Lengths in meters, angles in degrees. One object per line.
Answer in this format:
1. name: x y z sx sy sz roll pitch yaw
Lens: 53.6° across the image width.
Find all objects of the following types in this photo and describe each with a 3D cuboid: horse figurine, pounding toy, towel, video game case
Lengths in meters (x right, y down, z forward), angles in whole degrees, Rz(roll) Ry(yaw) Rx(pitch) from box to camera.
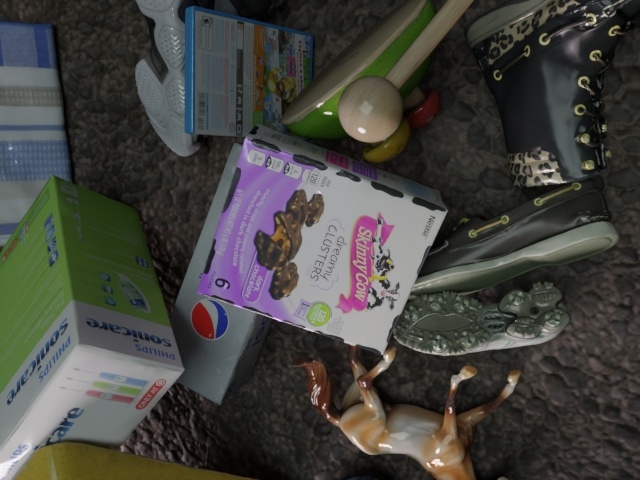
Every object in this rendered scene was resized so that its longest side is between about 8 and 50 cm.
1. horse figurine: 0.095 0.191 0.696 0.263 0.066 0.174 16 114 7
2. pounding toy: 0.071 -0.137 0.607 0.183 0.237 0.110 -45 108 -7
3. towel: -0.417 -0.128 0.773 0.034 0.209 0.285 4 99 58
4. video game case: -0.070 -0.168 0.663 0.015 0.166 0.119 9 100 42

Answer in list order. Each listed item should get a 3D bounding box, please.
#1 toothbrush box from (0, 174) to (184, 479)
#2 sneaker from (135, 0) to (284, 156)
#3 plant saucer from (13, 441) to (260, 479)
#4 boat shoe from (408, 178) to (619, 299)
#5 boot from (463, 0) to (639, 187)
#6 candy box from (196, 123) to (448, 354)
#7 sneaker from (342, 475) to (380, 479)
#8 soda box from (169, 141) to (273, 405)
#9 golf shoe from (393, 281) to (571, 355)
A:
1. toothbrush box: -0.286 0.097 0.712 0.206 0.122 0.283 -50 42 17
2. sneaker: -0.119 -0.221 0.702 0.101 0.153 0.269 39 143 26
3. plant saucer: -0.228 0.390 0.713 0.333 0.332 0.081 -50 38 17
4. boat shoe: 0.178 0.005 0.650 0.227 0.081 0.069 -20 66 26
5. boot: 0.249 -0.149 0.568 0.236 0.085 0.179 -8 99 52
6. candy box: 0.000 0.000 0.618 0.196 0.070 0.165 19 110 -4
7. sneaker: 0.095 0.352 0.733 0.209 0.069 0.082 41 143 -1
8. soda box: -0.090 0.035 0.730 0.098 0.091 0.286 25 104 12
9. golf shoe: 0.164 0.094 0.657 0.176 0.086 0.069 -5 62 14
